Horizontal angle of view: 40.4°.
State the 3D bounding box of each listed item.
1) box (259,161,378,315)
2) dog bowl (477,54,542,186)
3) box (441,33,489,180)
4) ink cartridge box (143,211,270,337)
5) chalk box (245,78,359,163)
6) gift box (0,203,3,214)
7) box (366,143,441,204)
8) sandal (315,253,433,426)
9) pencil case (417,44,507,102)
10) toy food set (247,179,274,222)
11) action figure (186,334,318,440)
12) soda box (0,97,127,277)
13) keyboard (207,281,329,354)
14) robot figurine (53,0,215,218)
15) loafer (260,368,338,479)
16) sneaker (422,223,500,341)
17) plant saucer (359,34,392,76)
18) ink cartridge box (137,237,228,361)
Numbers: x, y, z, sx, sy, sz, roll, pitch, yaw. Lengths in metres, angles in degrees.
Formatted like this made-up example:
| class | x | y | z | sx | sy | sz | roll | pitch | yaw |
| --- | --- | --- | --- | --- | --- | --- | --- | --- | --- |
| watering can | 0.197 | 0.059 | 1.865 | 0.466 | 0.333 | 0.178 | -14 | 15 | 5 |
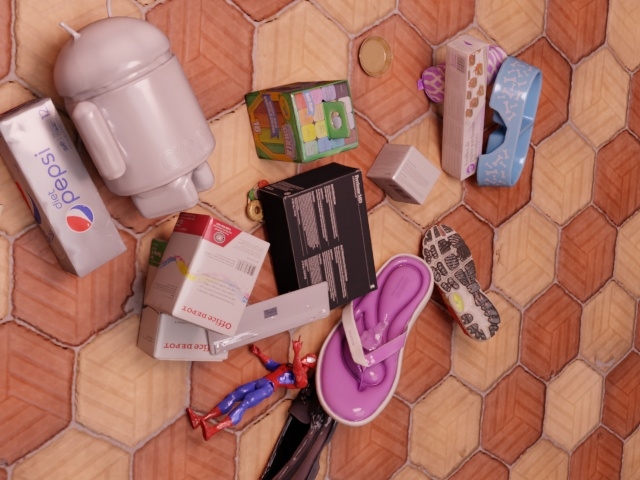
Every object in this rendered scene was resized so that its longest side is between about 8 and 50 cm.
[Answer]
| class | x | y | z | sx | sy | sz | roll | pitch | yaw |
| --- | --- | --- | --- | --- | --- | --- | --- | --- | --- |
| box | 0.000 | 0.000 | 1.710 | 0.184 | 0.103 | 0.261 | -20 | 114 | -27 |
| dog bowl | 0.417 | -0.251 | 1.906 | 0.166 | 0.074 | 0.297 | -37 | 138 | -55 |
| box | 0.301 | -0.273 | 1.822 | 0.063 | 0.067 | 0.324 | -31 | 138 | -24 |
| ink cartridge box | -0.195 | 0.058 | 1.481 | 0.128 | 0.127 | 0.176 | 27 | 80 | -33 |
| chalk box | -0.022 | -0.221 | 1.608 | 0.132 | 0.213 | 0.132 | -19 | 107 | -30 |
| gift box | -0.645 | 0.025 | 1.217 | 0.276 | 0.255 | 0.258 | 18 | 85 | -40 |
| box | 0.173 | -0.140 | 1.817 | 0.101 | 0.102 | 0.087 | 38 | 78 | -31 |
| sandal | 0.107 | 0.174 | 1.754 | 0.102 | 0.169 | 0.416 | 93 | 20 | -54 |
| pencil case | 0.315 | -0.364 | 1.885 | 0.206 | 0.088 | 0.086 | -23 | 124 | -30 |
| toy food set | -0.105 | -0.076 | 1.691 | 0.083 | 0.020 | 0.082 | 8 | 93 | -34 |
| action figure | -0.125 | 0.260 | 1.683 | 0.280 | 0.091 | 0.139 | -23 | 118 | -29 |
| soda box | -0.434 | -0.086 | 1.430 | 0.098 | 0.091 | 0.286 | -34 | 114 | -26 |
| keyboard | -0.093 | 0.143 | 1.623 | 0.256 | 0.014 | 0.072 | -16 | 107 | -28 |
| robot figurine | -0.304 | -0.214 | 1.432 | 0.300 | 0.200 | 0.353 | -66 | 137 | -58 |
| loafer | -0.034 | 0.379 | 1.757 | 0.095 | 0.109 | 0.302 | 21 | 86 | -27 |
| sneaker | 0.295 | 0.100 | 1.936 | 0.107 | 0.118 | 0.279 | -23 | 87 | -11 |
| plant saucer | 0.111 | -0.379 | 1.792 | 0.083 | 0.015 | 0.083 | -5 | 99 | -33 |
| ink cartridge box | -0.239 | 0.110 | 1.590 | 0.153 | 0.087 | 0.208 | 8 | 92 | -34 |
